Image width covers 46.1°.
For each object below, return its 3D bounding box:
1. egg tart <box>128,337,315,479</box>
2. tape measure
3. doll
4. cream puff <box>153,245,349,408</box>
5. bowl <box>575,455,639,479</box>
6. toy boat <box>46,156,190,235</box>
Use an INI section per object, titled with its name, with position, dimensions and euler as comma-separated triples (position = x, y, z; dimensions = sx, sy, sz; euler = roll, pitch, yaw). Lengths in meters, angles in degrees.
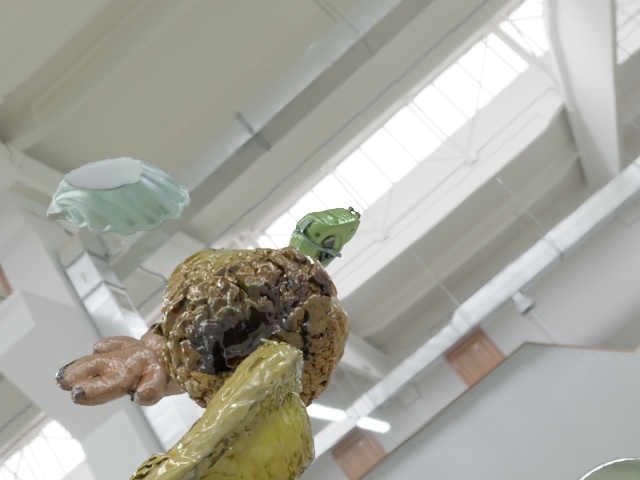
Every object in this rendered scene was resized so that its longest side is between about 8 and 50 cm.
[egg tart]
position = -0.133, 0.298, 0.980
dimensions = 0.388, 0.169, 0.388
euler = -44, -8, -8
[tape measure]
position = 0.000, 0.000, 1.954
dimensions = 0.200, 0.106, 0.175
euler = -11, -49, -49
[doll]
position = -0.380, 0.279, 1.511
dimensions = 0.303, 0.201, 0.156
euler = -14, -45, -43
[cream puff]
position = -0.125, 0.147, 1.289
dimensions = 0.327, 0.343, 0.231
euler = -54, -5, 8
[bowl]
position = 0.580, 0.488, 1.249
dimensions = 0.185, 0.354, 0.354
euler = -41, -22, -33
[toy boat]
position = -0.420, -0.100, 1.547
dimensions = 0.290, 0.199, 0.100
euler = -4, -51, 6
